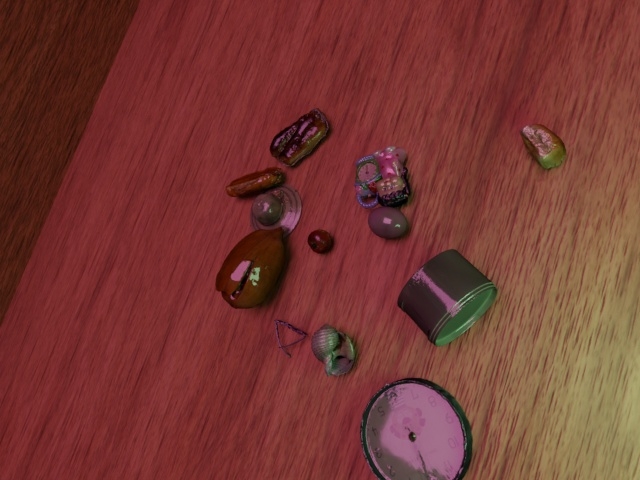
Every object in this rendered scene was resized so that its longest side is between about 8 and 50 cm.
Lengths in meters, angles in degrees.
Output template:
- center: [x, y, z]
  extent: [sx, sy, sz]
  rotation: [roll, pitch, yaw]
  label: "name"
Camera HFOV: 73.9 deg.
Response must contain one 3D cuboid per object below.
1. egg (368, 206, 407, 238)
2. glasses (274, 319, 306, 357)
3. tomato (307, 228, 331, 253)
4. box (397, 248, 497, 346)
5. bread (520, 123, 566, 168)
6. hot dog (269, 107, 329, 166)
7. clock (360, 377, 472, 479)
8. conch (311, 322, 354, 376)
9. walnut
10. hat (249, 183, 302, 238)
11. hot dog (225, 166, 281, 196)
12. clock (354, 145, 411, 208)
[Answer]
- center: [0.214, -0.057, 1.368]
  extent: [0.134, 0.103, 0.103]
  rotation: [17, 83, 38]
  label: "egg"
- center: [-0.118, 0.342, 1.459]
  extent: [0.139, 0.062, 0.104]
  rotation: [22, 87, 35]
  label: "glasses"
- center: [0.000, 0.000, 1.490]
  extent: [0.087, 0.087, 0.075]
  rotation: [29, 46, 34]
  label: "tomato"
- center: [0.341, 0.156, 1.149]
  extent: [0.226, 0.226, 0.149]
  rotation: [-47, 57, 9]
  label: "box"
- center: [0.627, -0.270, 1.194]
  extent: [0.082, 0.106, 0.125]
  rotation: [-33, 63, 18]
  label: "bread"
- center: [-0.084, -0.405, 1.673]
  extent: [0.270, 0.081, 0.163]
  rotation: [-38, 60, 13]
  label: "hot dog"
- center: [0.255, 0.541, 1.174]
  extent: [0.312, 0.061, 0.313]
  rotation: [-10, 68, 28]
  label: "clock"
- center: [0.041, 0.337, 1.343]
  extent: [0.135, 0.102, 0.154]
  rotation: [-14, 100, 14]
  label: "conch"
- center: [-0.237, 0.088, 1.538]
  extent: [0.208, 0.209, 0.336]
  rotation: [27, 76, 34]
  label: "walnut"
- center: [-0.204, -0.123, 1.634]
  extent: [0.251, 0.110, 0.252]
  rotation: [-10, 69, 27]
  label: "hat"
- center: [-0.269, -0.232, 1.713]
  extent: [0.268, 0.115, 0.072]
  rotation: [-10, 111, 31]
  label: "hot dog"
- center: [0.206, -0.196, 1.425]
  extent: [0.193, 0.100, 0.196]
  rotation: [-17, 64, 29]
  label: "clock"
